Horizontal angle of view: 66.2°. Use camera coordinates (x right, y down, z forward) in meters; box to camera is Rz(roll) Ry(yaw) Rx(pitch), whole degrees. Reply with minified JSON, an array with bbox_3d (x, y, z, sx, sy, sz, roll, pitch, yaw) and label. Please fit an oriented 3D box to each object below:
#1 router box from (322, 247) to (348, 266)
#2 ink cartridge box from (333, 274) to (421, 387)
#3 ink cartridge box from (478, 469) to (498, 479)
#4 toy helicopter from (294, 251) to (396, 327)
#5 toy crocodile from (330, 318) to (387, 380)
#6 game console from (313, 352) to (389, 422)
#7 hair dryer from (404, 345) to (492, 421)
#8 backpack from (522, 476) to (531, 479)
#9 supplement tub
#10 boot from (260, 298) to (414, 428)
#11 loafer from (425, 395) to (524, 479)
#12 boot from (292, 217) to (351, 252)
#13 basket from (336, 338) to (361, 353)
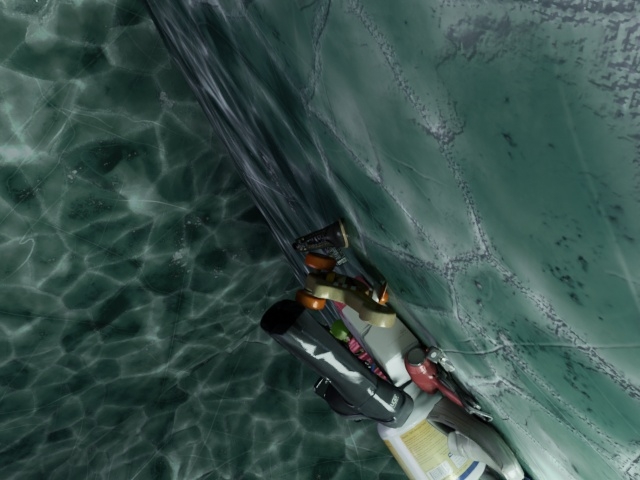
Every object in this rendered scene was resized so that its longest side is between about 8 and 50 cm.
[{"bbox_3d":[0.039,0.037,1.578,0.092,0.038,0.122,56,172,-3],"label":"router box"},{"bbox_3d":[0.171,0.272,1.460,0.283,0.117,0.207,49,169,38],"label":"ink cartridge box"},{"bbox_3d":[0.460,0.848,1.468,0.114,0.273,0.198,22,175,-9],"label":"ink cartridge box"},{"bbox_3d":[0.096,0.147,1.247,0.234,0.140,0.355,12,-173,-23],"label":"toy helicopter"},{"bbox_3d":[0.177,0.379,1.633,0.340,0.105,0.115,39,131,3],"label":"toy crocodile"},{"bbox_3d":[0.167,0.550,1.821,0.293,0.250,0.173,44,168,-29],"label":"game console"},{"bbox_3d":[0.301,0.372,1.253,0.224,0.080,0.293,54,172,9],"label":"hair dryer"},{"bbox_3d":[0.476,0.617,1.142,0.120,0.098,0.101,51,174,22],"label":"backpack"},{"bbox_3d":[0.315,0.587,1.481,0.316,0.228,0.228,55,171,10],"label":"supplement tub"},{"bbox_3d":[-0.002,0.345,1.388,0.445,0.146,0.367,39,151,-20],"label":"boot"},{"bbox_3d":[0.373,0.500,1.219,0.112,0.111,0.319,58,171,-14],"label":"loafer"},{"bbox_3d":[0.000,0.000,1.280,0.198,0.136,0.077,123,132,-79],"label":"boot"},{"bbox_3d":[0.133,0.368,1.876,0.154,0.204,0.227,33,159,7],"label":"basket"}]
